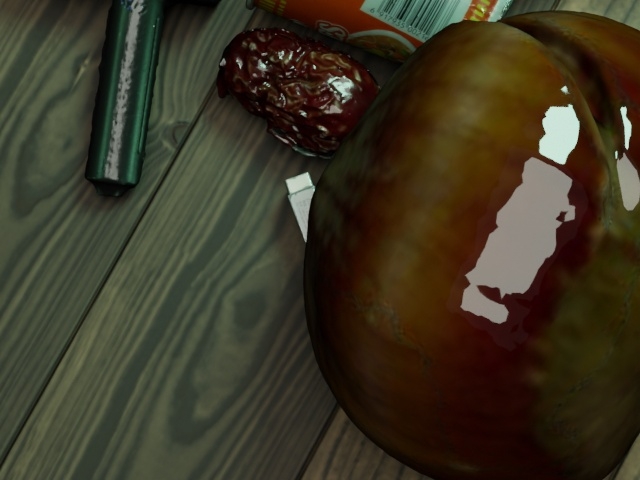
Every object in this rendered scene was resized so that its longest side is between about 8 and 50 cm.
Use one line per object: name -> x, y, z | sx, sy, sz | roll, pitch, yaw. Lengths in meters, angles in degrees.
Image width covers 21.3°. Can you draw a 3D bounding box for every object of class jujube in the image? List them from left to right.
jujube -> -0.014, -0.143, 1.576 | 0.166, 0.104, 0.104 | 34, 83, 10

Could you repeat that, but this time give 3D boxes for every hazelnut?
hazelnut -> 0.159, 0.003, 1.413 | 0.359, 0.359, 0.409 | 18, 82, 6

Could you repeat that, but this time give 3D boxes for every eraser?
eraser -> 0.000, 0.000, 1.572 | 0.029, 0.052, 0.122 | -21, 80, -1

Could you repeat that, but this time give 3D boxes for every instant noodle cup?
instant noodle cup -> 0.068, -0.246, 1.558 | 0.212, 0.193, 0.193 | 28, 83, -1

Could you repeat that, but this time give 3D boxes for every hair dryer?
hair dryer -> -0.223, -0.197, 1.602 | 0.244, 0.116, 0.302 | 8, 88, 7
